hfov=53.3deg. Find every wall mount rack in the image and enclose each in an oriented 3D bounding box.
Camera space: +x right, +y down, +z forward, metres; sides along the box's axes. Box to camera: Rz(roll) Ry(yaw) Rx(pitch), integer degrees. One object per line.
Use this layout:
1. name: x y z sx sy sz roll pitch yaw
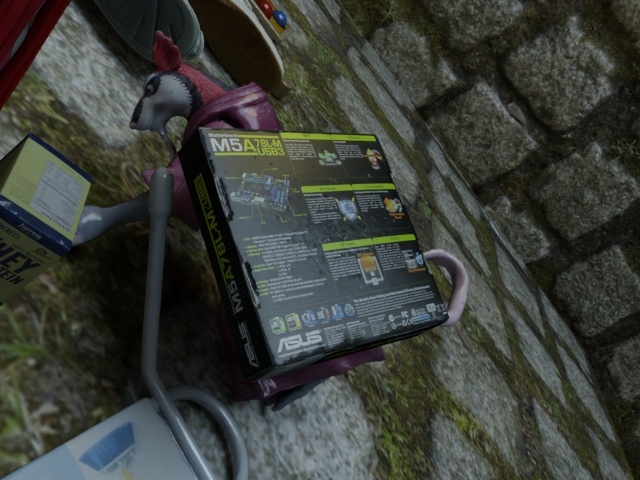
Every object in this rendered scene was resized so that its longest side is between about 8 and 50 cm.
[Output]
1. wall mount rack: -0.127 0.116 0.404 0.304 0.130 0.350 59 21 5

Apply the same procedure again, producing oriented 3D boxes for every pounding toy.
1. pounding toy: -0.103 -0.368 1.163 0.206 0.094 0.181 50 23 -16

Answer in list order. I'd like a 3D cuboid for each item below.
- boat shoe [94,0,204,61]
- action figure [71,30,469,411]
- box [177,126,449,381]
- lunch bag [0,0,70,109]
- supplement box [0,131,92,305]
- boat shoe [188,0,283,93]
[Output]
1. boat shoe: -0.263 -0.358 0.789 0.320 0.118 0.103 49 10 -8
2. action figure: -0.053 -0.026 0.601 0.371 0.275 0.248 65 25 -18
3. box: 0.000 0.000 0.510 0.190 0.045 0.184 -7 69 -41
4. lunch bag: -0.211 -0.133 0.345 0.120 0.293 0.258 33 33 -28
5. supplement box: -0.217 -0.015 0.452 0.056 0.083 0.083 41 26 -33
6. boat shoe: -0.149 -0.371 1.047 0.277 0.098 0.096 50 34 -15
